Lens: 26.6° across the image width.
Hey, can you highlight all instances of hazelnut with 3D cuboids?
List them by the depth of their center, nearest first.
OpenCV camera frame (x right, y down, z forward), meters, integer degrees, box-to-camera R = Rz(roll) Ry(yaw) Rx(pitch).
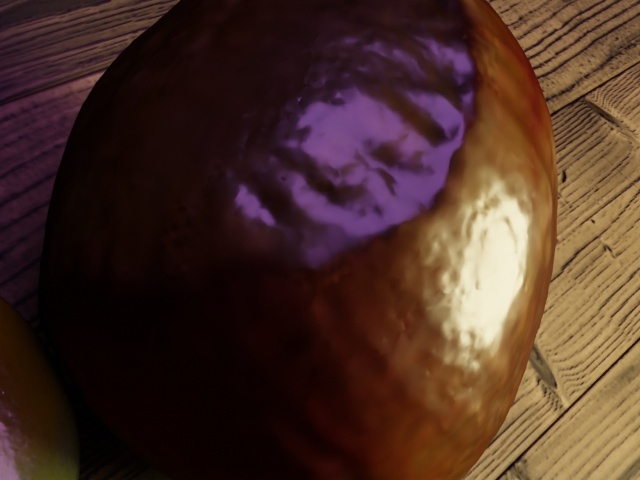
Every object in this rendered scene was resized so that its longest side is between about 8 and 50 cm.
[{"bbox_3d":[0.000,0.000,0.974,0.421,0.352,0.421,42,42,-54],"label":"hazelnut"}]

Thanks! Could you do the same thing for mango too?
[{"bbox_3d":[-0.223,0.114,0.873,0.130,0.092,0.195,-3,60,-41],"label":"mango"}]
